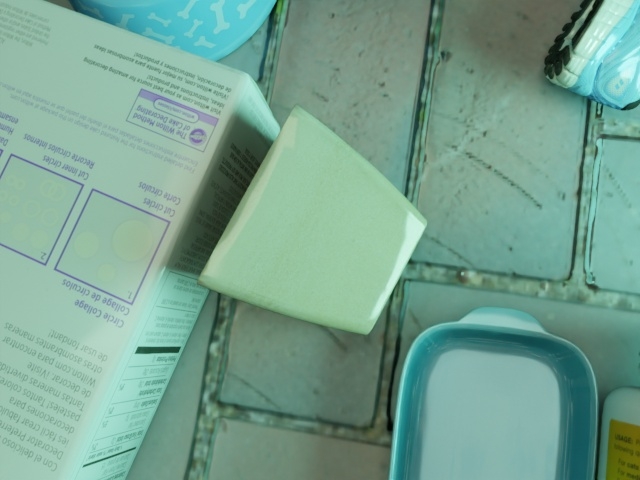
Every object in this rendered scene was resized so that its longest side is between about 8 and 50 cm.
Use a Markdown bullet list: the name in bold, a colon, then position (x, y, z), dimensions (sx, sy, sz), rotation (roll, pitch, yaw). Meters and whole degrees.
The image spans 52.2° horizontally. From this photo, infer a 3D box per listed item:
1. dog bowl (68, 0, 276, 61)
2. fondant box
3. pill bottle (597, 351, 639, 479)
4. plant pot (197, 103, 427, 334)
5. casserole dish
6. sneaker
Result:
- **dog bowl**: position (-0.154, -0.257, 0.467), dimensions (0.166, 0.074, 0.297), rotation (-41, 79, 0)
- **fondant box**: position (-0.204, 0.018, 0.418), dimensions (0.239, 0.096, 0.330), rotation (23, 84, 11)
- **pill bottle**: position (0.202, 0.148, 0.330), dimensions (0.117, 0.117, 0.214), rotation (6, 82, 9)
- **plant pot**: position (0.000, 0.000, 0.392), dimensions (0.096, 0.109, 0.109), rotation (28, 85, -1)
- **casserole dish**: position (0.099, 0.134, 0.388), dimensions (0.114, 0.037, 0.188), rotation (6, 82, 8)
- **sneaker**: position (0.213, -0.153, 0.417), dimensions (0.073, 0.063, 0.162), rotation (34, 91, -6)
